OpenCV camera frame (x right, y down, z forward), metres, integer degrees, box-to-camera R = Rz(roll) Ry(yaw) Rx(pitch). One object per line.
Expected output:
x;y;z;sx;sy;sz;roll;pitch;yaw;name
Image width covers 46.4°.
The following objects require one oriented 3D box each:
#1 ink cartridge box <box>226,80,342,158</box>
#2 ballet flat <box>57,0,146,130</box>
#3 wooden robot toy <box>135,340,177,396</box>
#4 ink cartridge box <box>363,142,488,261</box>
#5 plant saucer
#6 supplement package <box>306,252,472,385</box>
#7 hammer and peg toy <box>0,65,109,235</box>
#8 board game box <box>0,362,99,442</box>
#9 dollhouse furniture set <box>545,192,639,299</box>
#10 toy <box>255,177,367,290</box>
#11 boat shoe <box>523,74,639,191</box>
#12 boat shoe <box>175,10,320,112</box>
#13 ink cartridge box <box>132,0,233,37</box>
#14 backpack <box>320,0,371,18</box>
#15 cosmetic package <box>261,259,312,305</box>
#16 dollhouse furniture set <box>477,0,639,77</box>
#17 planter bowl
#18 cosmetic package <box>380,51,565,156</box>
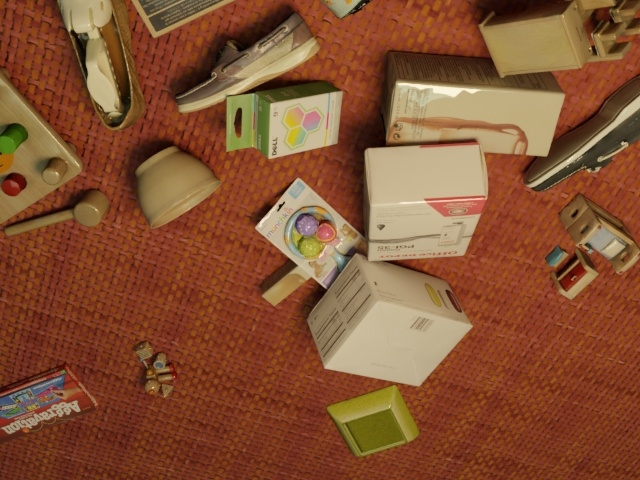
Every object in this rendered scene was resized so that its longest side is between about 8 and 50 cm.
-0.065;-0.217;1.362;0.209;0.062;0.109;-16;128;-29;ink cartridge box
-0.389;-0.343;1.296;0.116;0.124;0.342;-5;122;2;ballet flat
-0.382;0.321;1.742;0.076;0.079;0.173;-7;123;4;wooden robot toy
0.187;-0.064;1.404;0.207;0.117;0.283;-4;158;2;ink cartridge box
0.134;0.464;1.862;0.188;0.045;0.188;-20;121;11;plant saucer
0.144;0.173;1.580;0.261;0.145;0.204;17;122;-33;supplement package
-0.597;-0.126;1.425;0.266;0.127;0.361;-28;119;15;hammer and peg toy
-0.698;0.399;1.815;0.281;0.027;0.145;-21;122;12;board game box
0.536;0.029;1.546;0.129;0.129;0.184;30;117;-18;dollhouse furniture set
0.000;0.000;1.536;0.237;0.056;0.137;42;86;-26;toy
0.530;-0.182;1.424;0.302;0.114;0.091;-39;109;22;boat shoe
-0.142;-0.317;1.338;0.285;0.103;0.092;-22;108;16;boat shoe
-0.184;-0.428;1.182;0.193;0.235;0.088;-20;121;12;ink cartridge box
0.057;-0.459;1.207;0.144;0.166;0.188;34;112;-19;backpack
-0.072;0.083;1.609;0.115;0.060;0.041;-39;114;22;cosmetic package
0.409;-0.394;1.263;0.161;0.242;0.212;8;138;50;dollhouse furniture set
-0.288;-0.112;1.440;0.162;0.162;0.109;-34;89;19;planter bowl
0.266;-0.248;1.356;0.296;0.153;0.129;4;124;-2;cosmetic package
